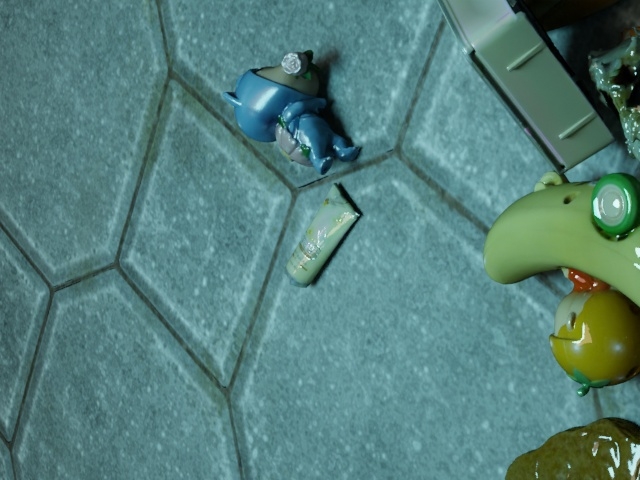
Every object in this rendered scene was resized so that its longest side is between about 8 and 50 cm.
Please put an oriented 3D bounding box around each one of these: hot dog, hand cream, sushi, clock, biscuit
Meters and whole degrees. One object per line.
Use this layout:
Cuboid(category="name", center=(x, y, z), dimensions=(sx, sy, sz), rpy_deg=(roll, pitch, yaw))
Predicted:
Cuboid(category="hot dog", center=(0.270, -0.273, 1.576), dimensions=(0.289, 0.083, 0.068), rpy_deg=(-25, 56, 49))
Cuboid(category="hand cream", center=(0.000, 0.000, 1.970), dimensions=(0.061, 0.039, 0.143), rpy_deg=(55, 128, 35))
Cuboid(category="sushi", center=(0.312, -0.135, 1.477), dimensions=(0.226, 0.103, 0.097), rpy_deg=(-114, 25, -46))
Cuboid(category="clock", center=(0.200, -0.173, 1.548), dimensions=(0.071, 0.192, 0.147), rpy_deg=(-35, 34, 13))
Cuboid(category="biscuit", center=(0.300, 0.314, 1.620), dimensions=(0.273, 0.049, 0.257), rpy_deg=(-22, 76, 48))

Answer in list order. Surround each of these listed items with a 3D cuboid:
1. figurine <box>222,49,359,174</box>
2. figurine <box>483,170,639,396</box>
Cuboid(category="figurine", center=(-0.024, -0.165, 1.937), dimensions=(0.178, 0.114, 0.144), rpy_deg=(44, 119, 26))
Cuboid(category="figurine", center=(0.286, 0.040, 1.556), dimensions=(0.324, 0.124, 0.222), rpy_deg=(2, 98, 54))
